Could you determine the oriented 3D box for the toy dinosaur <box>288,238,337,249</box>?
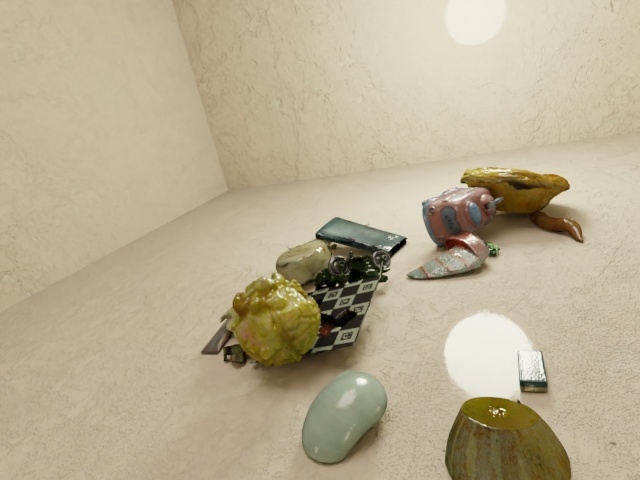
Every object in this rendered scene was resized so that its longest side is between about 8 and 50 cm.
[{"bbox_3d":[0.002,0.004,2.166,0.251,0.072,0.200,-36,19,-30],"label":"toy dinosaur"}]

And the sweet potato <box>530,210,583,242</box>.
[{"bbox_3d":[0.903,-0.061,1.716,0.067,0.059,0.281,-26,19,-8],"label":"sweet potato"}]

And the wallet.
[{"bbox_3d":[0.175,-0.019,1.989,0.379,0.046,0.191,15,32,30],"label":"wallet"}]

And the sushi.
[{"bbox_3d":[0.007,0.258,1.385,0.343,0.064,0.359,-17,20,27],"label":"sushi"}]

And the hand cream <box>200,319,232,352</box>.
[{"bbox_3d":[-0.324,0.308,1.523,0.067,0.043,0.209,-5,26,23],"label":"hand cream"}]

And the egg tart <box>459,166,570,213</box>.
[{"bbox_3d":[0.812,-0.209,1.927,0.444,0.178,0.443,4,6,0],"label":"egg tart"}]

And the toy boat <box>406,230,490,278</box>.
[{"bbox_3d":[0.449,0.076,1.617,0.282,0.096,0.206,-25,31,-7],"label":"toy boat"}]

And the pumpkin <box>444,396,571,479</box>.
[{"bbox_3d":[0.331,0.360,0.826,0.218,0.110,0.217,-13,13,3],"label":"pumpkin"}]

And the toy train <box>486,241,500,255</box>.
[{"bbox_3d":[0.630,0.032,1.673,0.053,0.033,0.083,-14,18,-13],"label":"toy train"}]

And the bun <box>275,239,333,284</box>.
[{"bbox_3d":[-0.061,0.094,1.805,0.239,0.141,0.239,-18,16,5],"label":"bun"}]

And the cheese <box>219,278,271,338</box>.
[{"bbox_3d":[-0.201,0.234,1.446,0.233,0.127,0.266,-39,10,-5],"label":"cheese"}]

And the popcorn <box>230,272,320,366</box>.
[{"bbox_3d":[-0.114,0.204,1.210,0.259,0.259,0.212,-4,9,26],"label":"popcorn"}]

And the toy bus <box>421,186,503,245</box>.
[{"bbox_3d":[0.564,-0.109,1.798,0.294,0.197,0.232,-24,6,-33],"label":"toy bus"}]

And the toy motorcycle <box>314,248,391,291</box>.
[{"bbox_3d":[0.109,0.125,1.612,0.275,0.127,0.205,-5,-22,-22],"label":"toy motorcycle"}]

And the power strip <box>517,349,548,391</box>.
[{"bbox_3d":[0.477,0.292,1.022,0.056,0.032,0.123,-5,20,23],"label":"power strip"}]

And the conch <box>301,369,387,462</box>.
[{"bbox_3d":[0.044,0.374,0.992,0.221,0.121,0.185,-36,-1,-40],"label":"conch"}]

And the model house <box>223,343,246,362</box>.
[{"bbox_3d":[-0.250,0.341,1.365,0.058,0.057,0.083,5,-17,-38],"label":"model house"}]
